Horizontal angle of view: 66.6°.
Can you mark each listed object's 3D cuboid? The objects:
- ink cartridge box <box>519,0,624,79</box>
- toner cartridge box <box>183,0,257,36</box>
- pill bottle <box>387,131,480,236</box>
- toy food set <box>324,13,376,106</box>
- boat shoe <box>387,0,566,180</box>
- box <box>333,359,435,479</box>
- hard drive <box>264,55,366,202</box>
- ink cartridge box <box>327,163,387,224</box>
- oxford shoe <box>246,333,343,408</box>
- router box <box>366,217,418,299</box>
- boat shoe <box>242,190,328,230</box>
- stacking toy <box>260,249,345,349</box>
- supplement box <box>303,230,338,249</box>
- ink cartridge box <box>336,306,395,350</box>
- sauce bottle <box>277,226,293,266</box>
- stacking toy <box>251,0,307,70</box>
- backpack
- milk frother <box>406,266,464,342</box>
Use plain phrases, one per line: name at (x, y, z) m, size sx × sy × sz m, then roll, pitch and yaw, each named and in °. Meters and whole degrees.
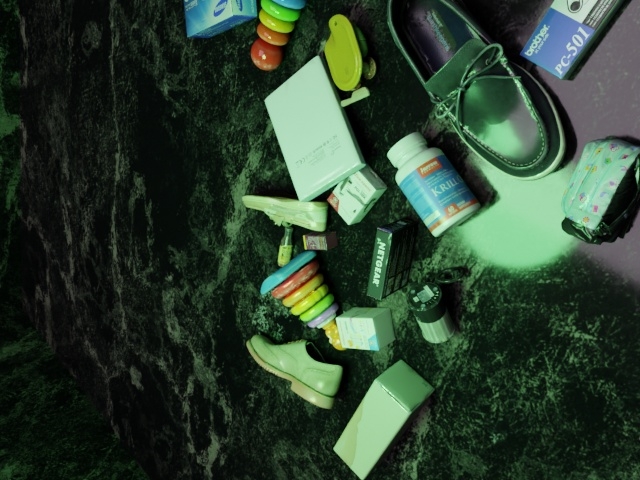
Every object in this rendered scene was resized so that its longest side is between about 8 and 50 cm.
ink cartridge box at (0.470, -0.409, 0.884) m, size 0.097 × 0.046 × 0.207 m, roll 44°, pitch 126°, yaw 24°
toner cartridge box at (-0.291, -0.681, 1.364) m, size 0.348 × 0.075 × 0.165 m, roll 17°, pitch 115°, yaw 55°
pill bottle at (0.248, -0.130, 1.101) m, size 0.124 × 0.124 × 0.221 m, roll -43°, pitch 75°, yaw 39°
toy food set at (0.082, -0.441, 1.194) m, size 0.128 × 0.071 × 0.217 m, roll -16°, pitch 90°, yaw 60°
boat shoe at (0.297, -0.327, 0.984) m, size 0.187 × 0.156 × 0.500 m, roll -39°, pitch 78°, yaw 38°
box at (0.170, 0.492, 1.337) m, size 0.121 × 0.148 × 0.311 m, roll 39°, pitch 123°, yaw 26°
hard drive at (-0.021, -0.289, 1.285) m, size 0.210 × 0.040 × 0.318 m, roll -29°, pitch 73°, yaw 33°
ink cartridge box at (0.094, -0.123, 1.278) m, size 0.099 × 0.056 × 0.135 m, roll 50°, pitch 129°, yaw 18°
oxford shoe at (-0.079, 0.376, 1.551) m, size 0.397 × 0.140 × 0.146 m, roll 23°, pitch 86°, yaw 39°
router box at (0.179, 0.044, 1.204) m, size 0.046 × 0.133 × 0.178 m, roll 21°, pitch 115°, yaw 34°
boat shoe at (-0.110, -0.086, 1.432) m, size 0.302 × 0.109 × 0.098 m, roll 10°, pitch 108°, yaw 32°
stacking toy at (-0.014, 0.192, 1.416) m, size 0.301 × 0.166 × 0.175 m, roll 53°, pitch 146°, yaw 2°
supplement box at (0.000, 0.000, 1.396) m, size 0.083 × 0.055 × 0.043 m, roll 2°, pitch 105°, yaw 41°
ink cartridge box at (0.117, 0.242, 1.343) m, size 0.143 × 0.090 × 0.092 m, roll -7°, pitch 98°, yaw 41°
sauce bottle at (-0.105, 0.019, 1.498) m, size 0.042 × 0.042 × 0.128 m, roll 26°, pitch 120°, yaw 32°
stacking toy at (-0.101, -0.601, 1.271) m, size 0.141 × 0.141 × 0.330 m, roll 45°, pitch 134°, yaw 21°
backpack at (0.515, -0.091, 0.880) m, size 0.115 × 0.152 × 0.181 m, roll 29°, pitch 114°, yaw 36°
milk frother at (0.292, 0.149, 1.172) m, size 0.143 × 0.129 × 0.134 m, roll -19°, pitch 129°, yaw 15°
